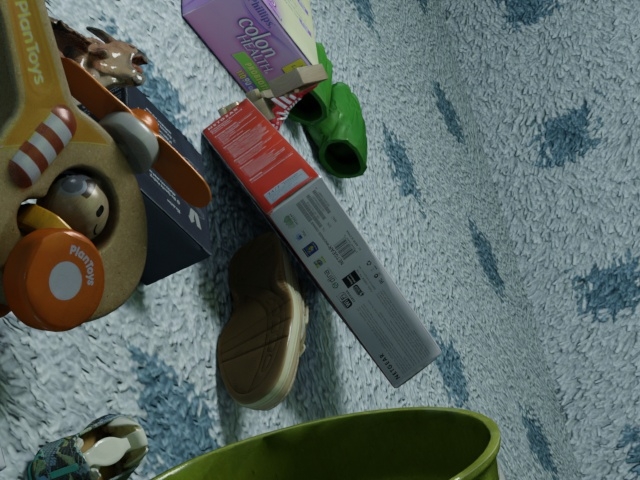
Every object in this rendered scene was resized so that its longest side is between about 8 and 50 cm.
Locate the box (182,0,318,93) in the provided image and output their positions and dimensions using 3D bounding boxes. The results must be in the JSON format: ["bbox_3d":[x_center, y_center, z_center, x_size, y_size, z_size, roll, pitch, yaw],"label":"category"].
[{"bbox_3d":[-0.112,-0.378,2.050,0.213,0.117,0.243,49,24,-43],"label":"box"}]

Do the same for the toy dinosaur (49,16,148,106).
[{"bbox_3d":[-0.305,-0.183,1.271,0.295,0.127,0.200,40,32,-45],"label":"toy dinosaur"}]

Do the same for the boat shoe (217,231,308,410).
[{"bbox_3d":[-0.057,0.111,1.621,0.098,0.109,0.302,54,16,-30],"label":"boat shoe"}]

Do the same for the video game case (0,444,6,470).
[{"bbox_3d":[-0.353,0.060,0.925,0.269,0.061,0.244,17,53,-67],"label":"video game case"}]

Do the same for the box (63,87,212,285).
[{"bbox_3d":[-0.202,-0.063,1.445,0.156,0.093,0.158,47,25,-45],"label":"box"}]

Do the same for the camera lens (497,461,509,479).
[{"bbox_3d":[0.164,0.388,1.700,0.274,0.219,0.219,58,20,-24],"label":"camera lens"}]

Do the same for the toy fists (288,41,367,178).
[{"bbox_3d":[-0.002,-0.231,2.216,0.279,0.096,0.142,50,34,-43],"label":"toy fists"}]

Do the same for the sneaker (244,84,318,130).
[{"bbox_3d":[-0.051,-0.205,2.009,0.042,0.118,0.067,-68,140,-77],"label":"sneaker"}]

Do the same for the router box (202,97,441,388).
[{"bbox_3d":[0.000,0.000,1.771,0.335,0.082,0.301,54,-2,-31],"label":"router box"}]

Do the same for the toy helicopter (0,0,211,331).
[{"bbox_3d":[-0.223,-0.106,1.116,0.235,0.140,0.355,-24,108,-43],"label":"toy helicopter"}]

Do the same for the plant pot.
[{"bbox_3d":[0.020,0.377,1.195,0.366,0.366,0.353,-30,108,-72],"label":"plant pot"}]

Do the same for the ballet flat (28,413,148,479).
[{"bbox_3d":[-0.193,0.194,1.201,0.070,0.070,0.188,66,18,0],"label":"ballet flat"}]

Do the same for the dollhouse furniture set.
[{"bbox_3d":[-0.050,-0.167,1.908,0.123,0.151,0.144,65,20,-2],"label":"dollhouse furniture set"}]
